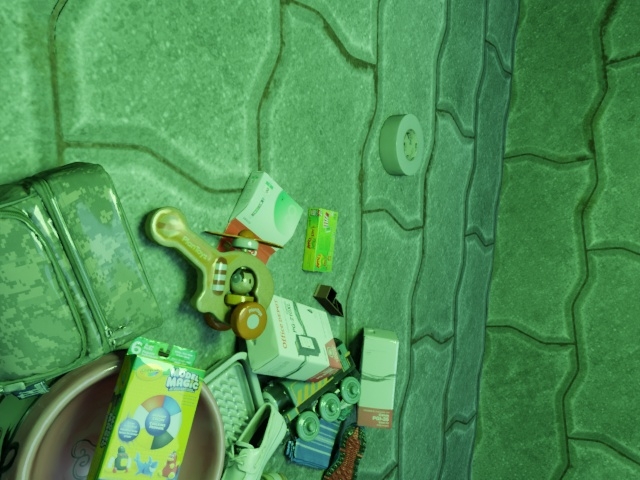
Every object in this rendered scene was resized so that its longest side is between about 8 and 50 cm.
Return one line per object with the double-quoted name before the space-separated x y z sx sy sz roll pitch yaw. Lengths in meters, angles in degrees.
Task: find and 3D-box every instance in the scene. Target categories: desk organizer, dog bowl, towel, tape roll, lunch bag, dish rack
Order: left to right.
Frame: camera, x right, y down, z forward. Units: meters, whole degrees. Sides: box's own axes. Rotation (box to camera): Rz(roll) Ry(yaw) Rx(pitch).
"lunch bag" -0.422 0.054 0.742 0.256 0.212 0.305 -25 114 -31
"dog bowl" -0.345 0.371 0.831 0.407 0.150 0.408 10 74 -40
"dish rack" -0.266 0.438 1.102 0.332 0.072 0.286 -33 119 -46
"towel" 0.016 0.538 1.525 0.243 0.040 0.336 45 59 -47
"desk organizer" 0.033 0.186 1.489 0.130 0.050 0.047 51 55 -44
"tape roll" 0.297 -0.346 1.756 0.219 0.072 0.219 -9 101 -53

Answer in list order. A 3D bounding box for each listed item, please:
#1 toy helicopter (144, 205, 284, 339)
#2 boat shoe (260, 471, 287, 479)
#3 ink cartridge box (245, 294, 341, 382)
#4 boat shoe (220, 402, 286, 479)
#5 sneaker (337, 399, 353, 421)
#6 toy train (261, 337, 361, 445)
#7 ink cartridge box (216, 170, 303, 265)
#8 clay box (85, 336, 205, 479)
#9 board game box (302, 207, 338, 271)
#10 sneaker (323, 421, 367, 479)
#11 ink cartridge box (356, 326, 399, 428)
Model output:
"toy helicopter" -0.225 0.041 1.061 0.355 0.140 0.235 47 62 -34
"boat shoe" -0.148 0.773 1.273 0.103 0.113 0.303 24 77 -51
"ink cartridge box" -0.072 0.252 1.233 0.237 0.100 0.172 26 37 -45
"boat shoe" -0.169 0.497 1.109 0.267 0.096 0.088 -50 128 -40
"sneaker" 0.060 0.532 1.513 0.166 0.065 0.076 10 90 -55
"toy train" -0.025 0.418 1.359 0.333 0.142 0.190 -27 93 -40
"ink cartridge box" -0.147 -0.032 1.218 0.181 0.056 0.225 44 59 -46
"clay box" -0.271 0.277 0.778 0.127 0.053 0.222 26 66 -36
"board game box" 0.000 0.000 1.425 0.092 0.043 0.182 8 88 -53
"sneaker" 0.092 0.723 1.593 0.262 0.104 0.125 -66 170 2
"ink cartridge box" 0.187 0.447 1.608 0.207 0.117 0.283 8 88 -85
